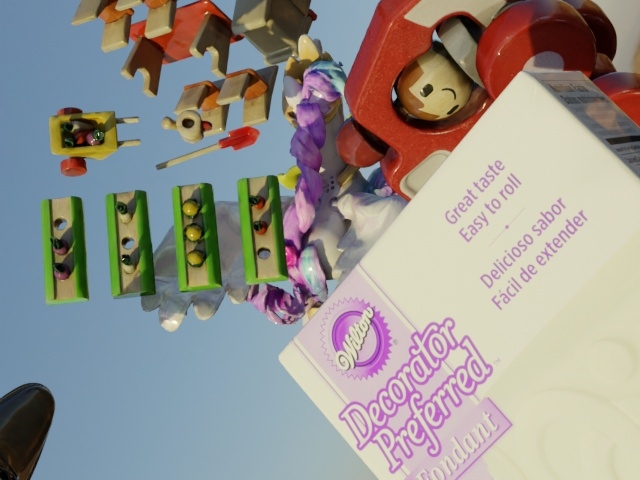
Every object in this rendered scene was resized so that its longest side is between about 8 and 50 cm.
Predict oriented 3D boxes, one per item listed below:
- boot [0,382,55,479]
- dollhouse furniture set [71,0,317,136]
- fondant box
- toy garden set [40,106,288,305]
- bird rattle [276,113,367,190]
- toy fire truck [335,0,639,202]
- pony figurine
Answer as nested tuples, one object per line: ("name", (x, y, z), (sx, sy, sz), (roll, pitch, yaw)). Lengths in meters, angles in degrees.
("boot", (-0.290, 0.214, 1.125), (0.106, 0.082, 0.219), (-22, 30, 48))
("dollhouse furniture set", (-0.134, -0.275, 1.567), (0.262, 0.259, 0.135), (41, -130, -43))
("fondant box", (0.164, 0.102, 0.684), (0.238, 0.330, 0.096), (-51, -20, 26))
("toy garden set", (-0.164, -0.049, 1.245), (0.049, 0.244, 0.204), (82, -179, -74))
("bird rattle", (0.052, -0.031, 1.691), (0.143, 0.207, 0.253), (-37, -43, -17))
("toy fire truck", (0.153, -0.125, 1.143), (0.254, 0.302, 0.169), (-42, 40, 21))
("pony figurine", (0.000, 0.000, 1.376), (0.363, 0.303, 0.351), (70, -154, -44))
